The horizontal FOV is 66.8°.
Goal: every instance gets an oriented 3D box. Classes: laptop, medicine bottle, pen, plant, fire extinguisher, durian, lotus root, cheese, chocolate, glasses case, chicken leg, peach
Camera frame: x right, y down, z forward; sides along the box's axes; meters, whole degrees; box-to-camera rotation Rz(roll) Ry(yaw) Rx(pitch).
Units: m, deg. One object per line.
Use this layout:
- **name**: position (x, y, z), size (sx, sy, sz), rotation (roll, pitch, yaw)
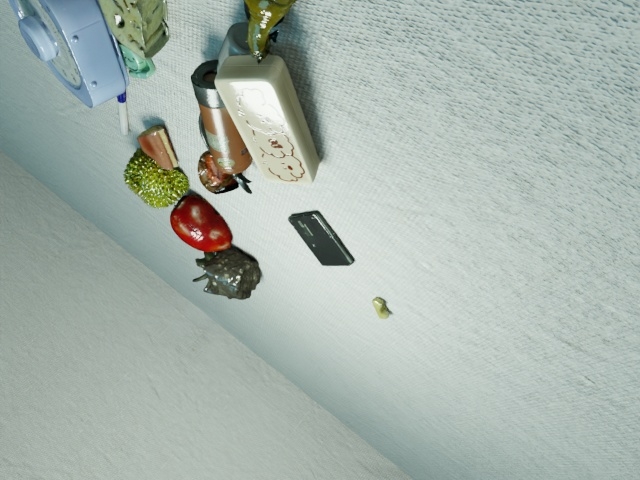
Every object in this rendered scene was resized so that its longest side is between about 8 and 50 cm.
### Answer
- **laptop**: position (0.000, 0.000, 1.481), size (0.154, 0.026, 0.207), rotation (-2, 130, 54)
- **medicine bottle**: position (-0.179, -0.402, 1.057), size (0.080, 0.080, 0.130), rotation (45, 153, -8)
- **pen**: position (-0.685, -0.446, 1.686), size (0.033, 0.033, 0.269), rotation (41, 153, 0)
- **plant**: position (-0.392, 0.122, 1.987), size (0.276, 0.199, 0.188), rotation (17, 142, 29)
- **fire extinguisher**: position (-0.258, -0.303, 1.297), size (0.376, 0.113, 0.200), rotation (87, 157, -53)
- **durian**: position (-0.609, -0.220, 1.782), size (0.237, 0.176, 0.200), rotation (43, 175, -30)
- **lotus root**: position (-0.423, -0.545, 1.113), size (0.138, 0.119, 0.235), rotation (30, 153, 7)
- **cheese**: position (0.195, 0.218, 1.551), size (0.044, 0.030, 0.083), rotation (14, 137, 51)
- **chocolate**: position (-0.308, -0.211, 1.468), size (0.127, 0.124, 0.133), rotation (-10, 93, 60)
- **glasses case**: position (-0.108, -0.258, 1.099), size (0.144, 0.076, 0.336), rotation (7, 150, 21)
- **chicken leg**: position (-0.099, -0.433, 0.874), size (0.103, 0.088, 0.228), rotation (26, 140, -8)
- **peach**: position (-0.454, -0.041, 1.855), size (0.158, 0.154, 0.267), rotation (-5, 128, 52)

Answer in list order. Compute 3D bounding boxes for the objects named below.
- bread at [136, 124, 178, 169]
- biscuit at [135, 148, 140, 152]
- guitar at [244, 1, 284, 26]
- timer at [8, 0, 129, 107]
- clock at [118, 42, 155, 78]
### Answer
- **bread**: position (-0.557, -0.331, 1.652), size (0.119, 0.067, 0.192), rotation (25, 151, 12)
- **biscuit**: position (-0.671, -0.296, 1.895), size (0.118, 0.023, 0.140), rotation (-2, 131, 52)
- **guitar**: position (-0.134, -0.511, 0.901), size (0.088, 0.025, 0.233), rotation (18, 144, 35)
- **timer**: position (-0.727, -0.584, 1.340), size (0.395, 0.173, 0.395), rotation (38, 153, 23)
- **clock**: position (-0.529, -0.523, 1.362), size (0.101, 0.041, 0.135), rotation (17, 145, 38)
